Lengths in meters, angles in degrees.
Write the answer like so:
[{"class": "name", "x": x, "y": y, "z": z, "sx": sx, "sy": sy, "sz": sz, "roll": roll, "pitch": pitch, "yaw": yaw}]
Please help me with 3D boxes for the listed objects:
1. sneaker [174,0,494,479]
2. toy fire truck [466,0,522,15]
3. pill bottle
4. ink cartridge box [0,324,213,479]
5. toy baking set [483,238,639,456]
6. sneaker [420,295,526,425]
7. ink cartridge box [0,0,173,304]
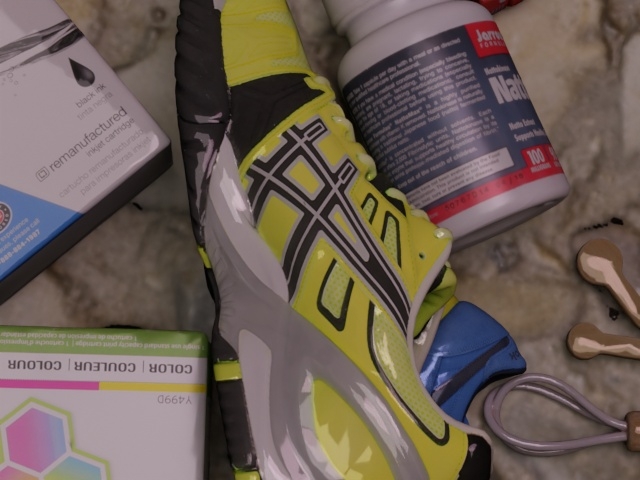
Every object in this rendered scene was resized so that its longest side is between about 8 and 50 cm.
[{"class": "sneaker", "x": 0.000, "y": 0.000, "z": 1.083, "sx": 0.147, "sy": 0.145, "sz": 0.385, "roll": -11, "pitch": 70, "yaw": -1}, {"class": "toy fire truck", "x": 0.113, "y": -0.253, "z": 1.198, "sx": 0.135, "sy": 0.047, "sz": 0.192, "roll": -27, "pitch": 84, "yaw": -9}, {"class": "pill bottle", "x": 0.072, "y": -0.088, "z": 1.139, "sx": 0.108, "sy": 0.108, "sz": 0.180, "roll": -23, "pitch": 84, "yaw": -7}, {"class": "ink cartridge box", "x": -0.160, "y": 0.183, "z": 1.088, "sx": 0.188, "sy": 0.097, "sz": 0.255, "roll": 1, "pitch": 80, "yaw": -3}, {"class": "toy baking set", "x": 0.216, "y": 0.107, "z": 1.161, "sx": 0.196, "sy": 0.030, "sz": 0.256, "roll": 32, "pitch": 80, "yaw": 5}, {"class": "sneaker", "x": 0.042, "y": 0.127, "z": 1.122, "sx": 0.082, "sy": 0.069, "sz": 0.209, "roll": 42, "pitch": 80, "yaw": 5}, {"class": "ink cartridge box", "x": -0.210, "y": -0.085, "z": 1.131, "sx": 0.148, "sy": 0.086, "sz": 0.203, "roll": -40, "pitch": 86, "yaw": -8}]
